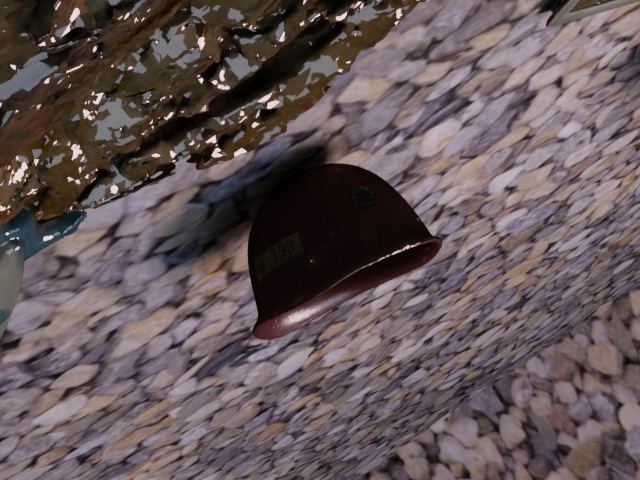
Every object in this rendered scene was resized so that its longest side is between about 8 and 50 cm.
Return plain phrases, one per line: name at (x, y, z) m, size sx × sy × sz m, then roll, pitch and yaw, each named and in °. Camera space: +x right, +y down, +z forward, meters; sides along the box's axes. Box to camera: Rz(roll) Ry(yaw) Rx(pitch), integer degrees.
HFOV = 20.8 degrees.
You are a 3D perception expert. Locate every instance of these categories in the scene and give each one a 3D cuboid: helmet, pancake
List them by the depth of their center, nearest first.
pancake at (-0.061, -0.132, 0.900) m, size 0.382 × 0.071 × 0.382 m, roll -32°, pitch 165°, yaw -10°
helmet at (0.000, 0.000, 1.385) m, size 0.155 × 0.106 × 0.175 m, roll -18°, pitch 164°, yaw -39°

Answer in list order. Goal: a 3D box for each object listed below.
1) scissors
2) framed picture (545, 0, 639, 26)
scissors at (-0.223, 0.034, 1.142) m, size 0.138 × 0.041 × 0.289 m, roll -24°, pitch 159°, yaw -30°
framed picture at (0.318, -0.264, 1.405) m, size 0.274 × 0.017 × 0.217 m, roll -20°, pitch 160°, yaw -43°
